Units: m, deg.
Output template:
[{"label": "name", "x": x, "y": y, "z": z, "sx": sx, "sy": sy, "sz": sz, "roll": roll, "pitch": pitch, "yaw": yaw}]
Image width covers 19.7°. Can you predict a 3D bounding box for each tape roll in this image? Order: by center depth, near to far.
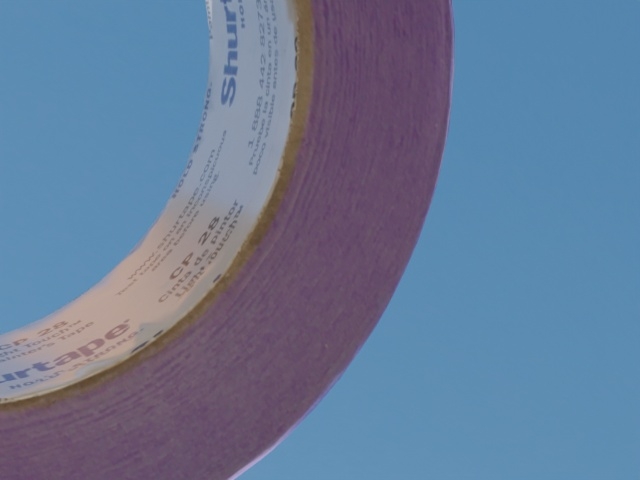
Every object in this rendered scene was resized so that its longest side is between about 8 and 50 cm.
[{"label": "tape roll", "x": -0.105, "y": -0.051, "z": 0.509, "sx": 0.275, "sy": 0.090, "sz": 0.275, "roll": -3, "pitch": -83, "yaw": -21}]
